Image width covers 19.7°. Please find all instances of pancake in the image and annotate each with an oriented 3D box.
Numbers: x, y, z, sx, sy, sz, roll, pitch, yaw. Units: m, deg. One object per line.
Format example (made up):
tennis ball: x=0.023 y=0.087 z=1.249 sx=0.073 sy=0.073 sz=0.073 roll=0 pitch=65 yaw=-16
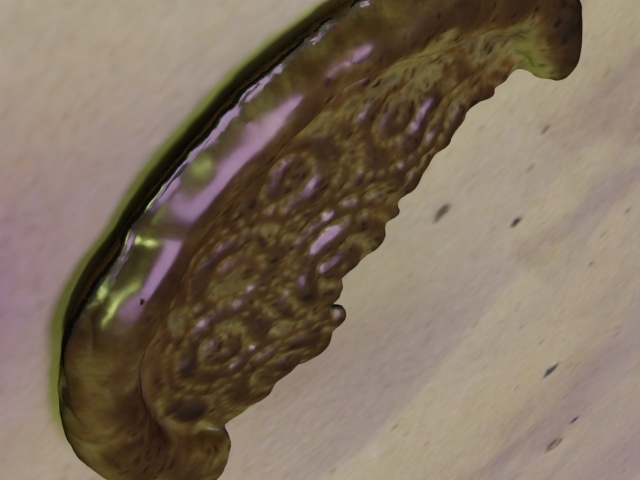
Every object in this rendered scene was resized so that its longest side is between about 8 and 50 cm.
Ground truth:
pancake: x=0.000 y=0.000 z=0.522 sx=0.184 sy=0.020 sz=0.190 roll=-23 pitch=148 yaw=-44
